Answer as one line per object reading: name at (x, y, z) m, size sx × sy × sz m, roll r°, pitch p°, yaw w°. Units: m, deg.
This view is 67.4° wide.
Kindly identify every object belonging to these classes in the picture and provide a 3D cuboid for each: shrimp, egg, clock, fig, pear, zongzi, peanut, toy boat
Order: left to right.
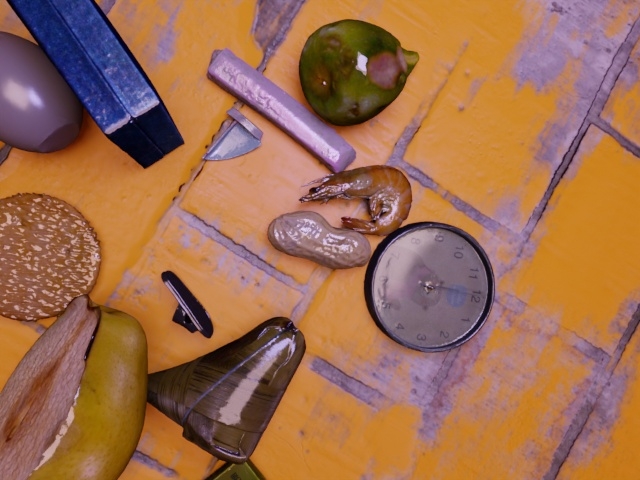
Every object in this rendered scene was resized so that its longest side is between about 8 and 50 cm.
egg at (-0.540, -0.268, 0.859) m, size 0.176 × 0.176 × 0.232 m, roll -45°, pitch 88°, yaw -6°
pear at (-0.420, 0.305, 0.823) m, size 0.191 × 0.340 × 0.386 m, roll 40°, pitch 77°, yaw -36°
zongzi at (-0.208, 0.239, 0.928) m, size 0.300 × 0.138 × 0.286 m, roll 25°, pitch 77°, yaw 14°
toy boat at (-0.183, -0.198, 0.979) m, size 0.096 × 0.034 × 0.122 m, roll 40°, pitch 93°, yaw -5°
peanut at (0.000, 0.000, 0.963) m, size 0.214 × 0.090 × 0.098 m, roll 20°, pitch 88°, yaw -8°
shrimp at (0.078, -0.084, 0.986) m, size 0.249 × 0.068 × 0.150 m, roll 1°, pitch 87°, yaw -14°
fig at (0.099, -0.336, 0.955) m, size 0.275 × 0.206 × 0.206 m, roll -27°, pitch 93°, yaw -40°
clock at (0.232, 0.097, 1.007) m, size 0.280 × 0.055 × 0.280 m, roll 0°, pitch 89°, yaw -6°

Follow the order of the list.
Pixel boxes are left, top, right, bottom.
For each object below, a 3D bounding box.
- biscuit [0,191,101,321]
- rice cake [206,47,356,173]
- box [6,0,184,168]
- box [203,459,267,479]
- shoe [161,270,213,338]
biscuit at (-0.554, 0.033, 0.923) m, size 0.254 × 0.035 × 0.254 m, roll 0°, pitch 89°, yaw -8°
rice cake at (-0.081, -0.266, 0.975) m, size 0.365 × 0.056 × 0.072 m, roll 37°, pitch 83°, yaw -5°
box at (-0.372, -0.288, 0.836) m, size 0.116 × 0.261 × 0.279 m, roll -34°, pitch 93°, yaw -9°
box at (-0.229, 0.585, 0.949) m, size 0.311 × 0.043 × 0.173 m, roll -36°, pitch 94°, yaw -6°
shoe at (-0.273, 0.133, 0.945) m, size 0.053 × 0.062 × 0.159 m, roll -33°, pitch 94°, yaw 7°
